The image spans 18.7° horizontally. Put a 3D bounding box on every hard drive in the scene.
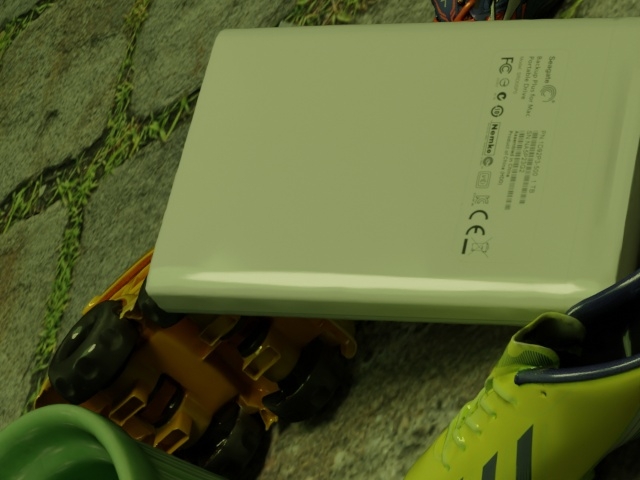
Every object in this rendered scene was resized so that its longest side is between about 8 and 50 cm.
[{"bbox_3d":[0.055,-0.046,1.221,0.307,0.040,0.203,1,62,26],"label":"hard drive"}]

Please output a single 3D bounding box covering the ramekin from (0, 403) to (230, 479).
[{"bbox_3d":[-0.148,0.272,1.273,0.303,0.148,0.303,-31,47,41],"label":"ramekin"}]

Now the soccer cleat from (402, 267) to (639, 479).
[{"bbox_3d":[0.124,0.086,1.063,0.289,0.121,0.093,-38,37,35],"label":"soccer cleat"}]

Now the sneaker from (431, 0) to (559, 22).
[{"bbox_3d":[0.105,-0.146,1.324,0.083,0.087,0.221,-13,55,54],"label":"sneaker"}]

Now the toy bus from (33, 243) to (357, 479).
[{"bbox_3d":[-0.078,0.051,1.408,0.220,0.149,0.211,-40,20,29],"label":"toy bus"}]
